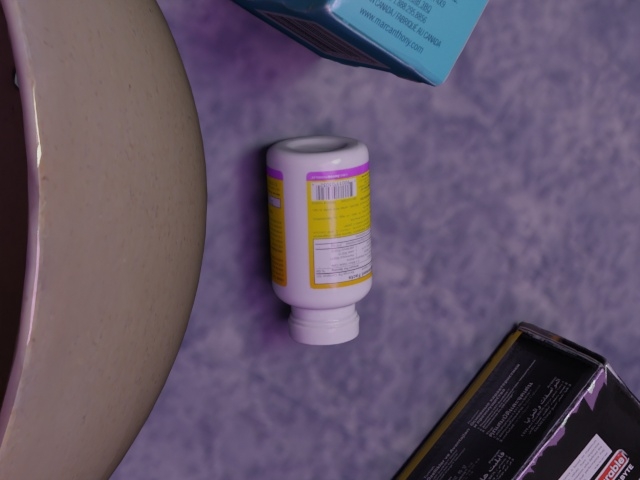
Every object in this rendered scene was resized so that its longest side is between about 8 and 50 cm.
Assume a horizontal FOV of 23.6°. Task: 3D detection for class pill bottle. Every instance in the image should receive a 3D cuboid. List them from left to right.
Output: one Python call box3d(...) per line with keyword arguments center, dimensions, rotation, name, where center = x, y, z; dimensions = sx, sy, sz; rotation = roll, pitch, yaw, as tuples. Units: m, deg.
box3d(center=(0.000, 0.000, 0.648), dimensions=(0.043, 0.043, 0.083), rotation=(-9, 107, -26), name="pill bottle")

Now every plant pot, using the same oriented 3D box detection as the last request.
box3d(center=(-0.144, -0.012, 0.465), dimensions=(0.191, 0.284, 0.284), rotation=(-3, 107, -63), name="plant pot")

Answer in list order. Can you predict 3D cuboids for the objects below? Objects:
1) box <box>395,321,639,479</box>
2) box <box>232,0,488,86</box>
box3d(center=(0.090, 0.242, 0.739), dimensions=(0.257, 0.079, 0.322), rotation=(43, 81, -28), name="box")
box3d(center=(0.059, -0.185, 0.599), dimensions=(0.060, 0.100, 0.244), rotation=(29, 88, -30), name="box")
